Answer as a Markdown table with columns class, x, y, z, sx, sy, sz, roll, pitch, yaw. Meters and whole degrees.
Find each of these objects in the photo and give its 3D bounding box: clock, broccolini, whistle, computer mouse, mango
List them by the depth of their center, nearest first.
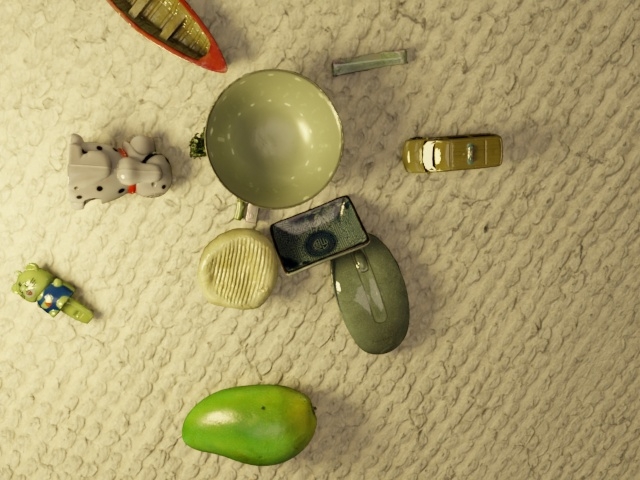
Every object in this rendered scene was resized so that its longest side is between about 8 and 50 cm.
| class | x | y | z | sx | sy | sz | roll | pitch | yaw |
| --- | --- | --- | --- | --- | --- | --- | --- | --- | --- |
| clock | -0.491 | -0.172 | 1.322 | 0.253 | 0.189 | 0.189 | -5 | 104 | -20 |
| whistle | -0.707 | 0.149 | 1.398 | 0.227 | 0.085 | 0.105 | 39 | 104 | -14 |
| broccolini | -0.270 | -0.174 | 1.403 | 0.123 | 0.062 | 0.272 | -11 | 107 | 5 |
| mango | -0.198 | 0.523 | 1.493 | 0.381 | 0.201 | 0.226 | -4 | 113 | -4 |
| computer mouse | 0.147 | 0.161 | 1.500 | 0.203 | 0.114 | 0.374 | -21 | 104 | -2 |

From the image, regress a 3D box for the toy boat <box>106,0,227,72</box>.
| class | x | y | z | sx | sy | sz | roll | pitch | yaw |
| --- | --- | --- | --- | --- | --- | --- | --- | --- | --- |
| toy boat | -0.382 | -0.542 | 1.287 | 0.392 | 0.079 | 0.136 | 39 | 93 | -13 |

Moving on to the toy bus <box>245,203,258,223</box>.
| class | x | y | z | sx | sy | sz | roll | pitch | yaw |
| --- | --- | --- | --- | --- | --- | --- | --- | --- | --- |
| toy bus | -0.177 | -0.112 | 1.426 | 0.036 | 0.052 | 0.131 | 12 | 101 | -8 |

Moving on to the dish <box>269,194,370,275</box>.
| class | x | y | z | sx | sy | sz | roll | pitch | yaw |
| --- | --- | --- | --- | --- | --- | --- | --- | --- | --- |
| dish | 0.000 | 0.000 | 1.445 | 0.243 | 0.182 | 0.080 | -22 | 143 | -1 |

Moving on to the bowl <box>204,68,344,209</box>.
| class | x | y | z | sx | sy | sz | roll | pitch | yaw |
| --- | --- | --- | --- | --- | --- | --- | --- | --- | --- |
| bowl | -0.121 | -0.249 | 1.341 | 0.336 | 0.157 | 0.338 | -1 | 97 | -10 |

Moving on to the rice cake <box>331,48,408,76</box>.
| class | x | y | z | sx | sy | sz | roll | pitch | yaw |
| --- | --- | --- | --- | --- | --- | --- | --- | --- | --- |
| rice cake | 0.131 | -0.470 | 1.395 | 0.210 | 0.034 | 0.043 | -12 | 107 | -5 |

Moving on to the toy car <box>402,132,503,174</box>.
| class | x | y | z | sx | sy | sz | roll | pitch | yaw |
| --- | --- | --- | --- | --- | --- | --- | --- | --- | --- |
| toy car | 0.357 | -0.235 | 1.432 | 0.256 | 0.124 | 0.101 | -6 | 102 | -7 |

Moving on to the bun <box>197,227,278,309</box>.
| class | x | y | z | sx | sy | sz | roll | pitch | yaw |
| --- | --- | --- | --- | --- | --- | --- | --- | --- | --- |
| bun | -0.223 | 0.072 | 1.420 | 0.230 | 0.133 | 0.231 | -2 | 101 | -13 |
